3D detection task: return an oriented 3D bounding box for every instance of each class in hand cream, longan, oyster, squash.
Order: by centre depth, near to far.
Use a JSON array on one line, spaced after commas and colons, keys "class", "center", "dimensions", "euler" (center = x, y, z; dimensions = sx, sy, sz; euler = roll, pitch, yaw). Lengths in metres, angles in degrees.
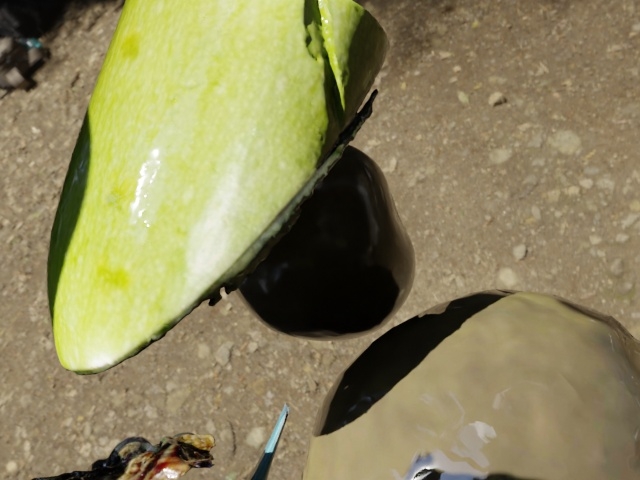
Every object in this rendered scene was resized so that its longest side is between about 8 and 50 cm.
[{"class": "squash", "center": [-0.096, -0.038, 0.534], "dimensions": [0.233, 0.210, 0.309], "euler": [-1, 77, 50]}, {"class": "longan", "center": [0.171, 0.275, 0.685], "dimensions": [0.404, 0.436, 0.404], "euler": [10, 37, -8]}, {"class": "longan", "center": [0.000, 0.000, 0.784], "dimensions": [0.215, 0.246, 0.246], "euler": [24, 71, 47]}, {"class": "oyster", "center": [-0.322, 0.357, 0.932], "dimensions": [0.361, 0.221, 0.096], "euler": [-20, 74, -25]}, {"class": "hand cream", "center": [-0.101, 0.398, 1.152], "dimensions": [0.048, 0.083, 0.224], "euler": [23, 81, 1]}]
